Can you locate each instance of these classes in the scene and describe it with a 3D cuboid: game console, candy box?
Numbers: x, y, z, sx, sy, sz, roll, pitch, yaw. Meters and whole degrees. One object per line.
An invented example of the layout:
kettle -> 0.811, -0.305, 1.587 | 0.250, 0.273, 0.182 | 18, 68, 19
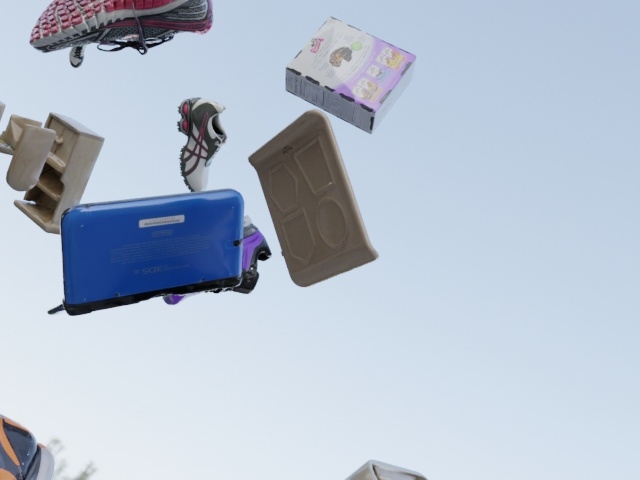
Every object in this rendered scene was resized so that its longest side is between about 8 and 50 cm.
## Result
game console -> -0.295, 0.024, 1.192 | 0.173, 0.293, 0.250 | 34, -55, 49
candy box -> 0.056, -0.318, 1.368 | 0.196, 0.164, 0.070 | 29, -26, 13

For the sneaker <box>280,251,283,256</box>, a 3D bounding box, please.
sneaker -> 0.000, 0.000, 1.723 | 0.153, 0.269, 0.101 | -28, -100, 20

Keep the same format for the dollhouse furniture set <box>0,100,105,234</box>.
dollhouse furniture set -> -0.731, -0.185, 1.607 | 0.362, 0.256, 0.394 | 30, 11, 36

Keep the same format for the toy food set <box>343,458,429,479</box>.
toy food set -> 0.056, 0.439, 1.066 | 0.092, 0.220, 0.306 | 53, 7, 33

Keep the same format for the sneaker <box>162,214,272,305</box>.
sneaker -> -0.213, 0.072, 1.601 | 0.146, 0.293, 0.102 | 50, -36, -4

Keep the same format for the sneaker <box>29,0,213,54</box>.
sneaker -> -0.317, -0.343, 1.135 | 0.299, 0.120, 0.112 | -11, -41, 9

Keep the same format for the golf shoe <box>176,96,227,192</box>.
golf shoe -> -0.313, -0.246, 1.924 | 0.120, 0.105, 0.272 | 6, -62, 10

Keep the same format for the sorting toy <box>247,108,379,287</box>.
sorting toy -> -0.010, -0.050, 0.970 | 0.193, 0.038, 0.208 | -26, -95, 54

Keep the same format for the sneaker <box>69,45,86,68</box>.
sneaker -> -0.505, -0.402, 1.497 | 0.032, 0.083, 0.037 | 14, 3, -16

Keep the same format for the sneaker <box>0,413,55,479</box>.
sneaker -> -0.429, 0.325, 0.780 | 0.125, 0.321, 0.180 | -18, -52, 21
